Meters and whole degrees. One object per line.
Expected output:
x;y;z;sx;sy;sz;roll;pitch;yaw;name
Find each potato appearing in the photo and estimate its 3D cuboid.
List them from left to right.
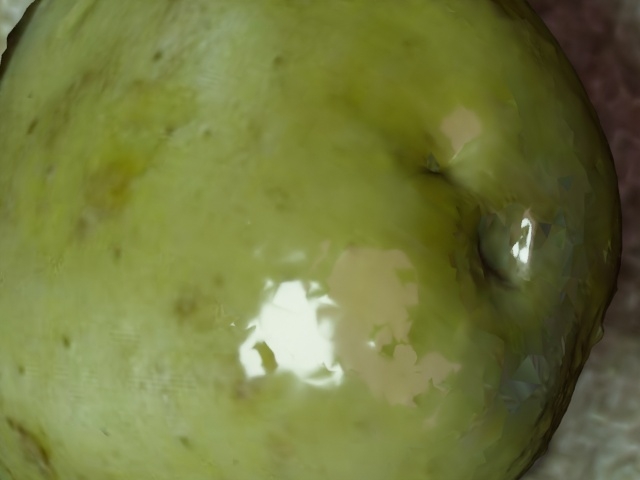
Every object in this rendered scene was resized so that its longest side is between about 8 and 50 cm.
0.000;0.000;0.732;0.242;0.242;0.285;31;72;-13;potato
